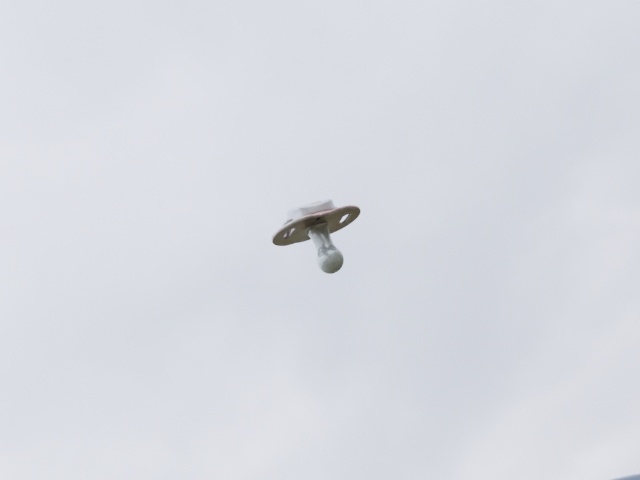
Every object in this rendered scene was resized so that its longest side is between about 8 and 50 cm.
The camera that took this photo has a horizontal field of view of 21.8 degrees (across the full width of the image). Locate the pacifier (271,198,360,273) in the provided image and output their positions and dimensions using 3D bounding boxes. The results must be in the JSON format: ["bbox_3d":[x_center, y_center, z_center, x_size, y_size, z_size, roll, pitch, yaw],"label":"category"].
[{"bbox_3d":[0.000,0.000,1.707,0.099,0.078,0.081,-16,-19,-23],"label":"pacifier"}]

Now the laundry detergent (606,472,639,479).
[{"bbox_3d":[0.234,0.260,1.346,0.289,0.143,0.094,1,-30,-23],"label":"laundry detergent"}]
